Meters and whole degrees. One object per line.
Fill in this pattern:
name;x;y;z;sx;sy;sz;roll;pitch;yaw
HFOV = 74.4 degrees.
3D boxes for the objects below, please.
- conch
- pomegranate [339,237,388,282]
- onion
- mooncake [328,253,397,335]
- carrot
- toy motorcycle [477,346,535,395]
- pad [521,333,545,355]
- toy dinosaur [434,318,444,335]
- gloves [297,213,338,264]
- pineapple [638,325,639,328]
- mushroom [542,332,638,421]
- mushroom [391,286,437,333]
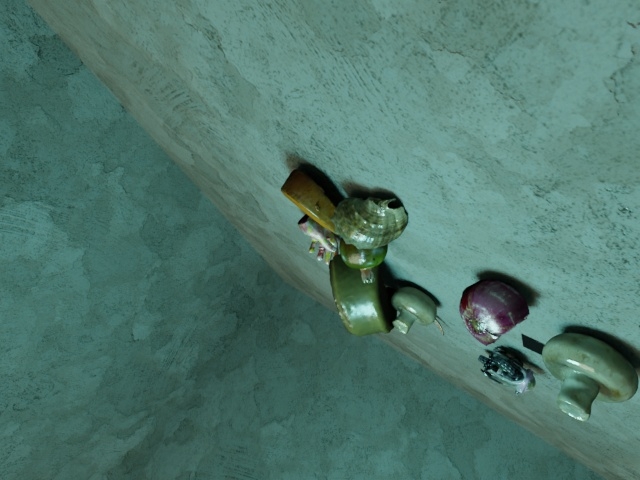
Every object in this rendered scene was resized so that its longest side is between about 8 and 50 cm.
conch;0.147;-0.047;1.359;0.210;0.159;0.291;41;163;-15
pomegranate;0.160;0.053;1.538;0.180;0.210;0.180;-5;179;0
onion;0.515;0.208;1.284;0.200;0.201;0.207;32;177;18
mooncake;0.190;0.227;1.890;0.393;0.246;0.394;-43;-61;-72
carrot;-0.018;-0.130;1.539;0.258;0.100;0.307;42;180;39
toy motorcycle;0.780;0.551;1.774;0.188;0.143;0.327;33;172;12
pad;0.813;0.400;1.502;0.190;0.004;0.127;26;161;39
toy dinosaur;0.483;0.338;1.976;0.279;0.055;0.101;38;156;0
gloves;0.004;-0.008;1.889;0.241;0.126;0.145;44;139;-17
pineapple;0.775;0.206;0.937;0.058;0.058;0.124;40;179;-13
mushroom;0.747;0.393;1.204;0.243;0.243;0.243;34;165;11
mushroom;0.387;0.306;1.808;0.204;0.204;0.204;34;165;11
